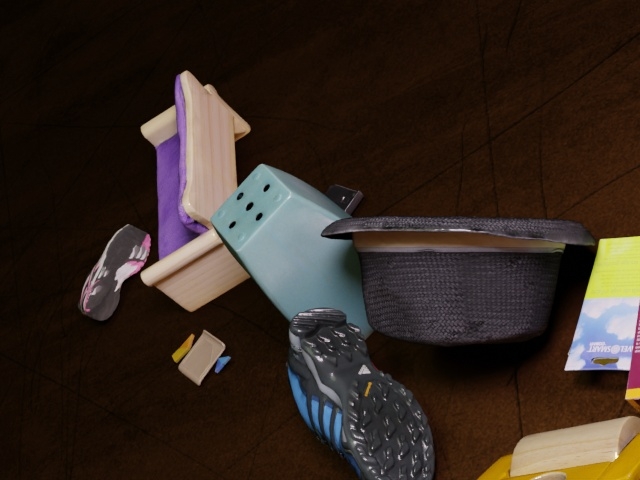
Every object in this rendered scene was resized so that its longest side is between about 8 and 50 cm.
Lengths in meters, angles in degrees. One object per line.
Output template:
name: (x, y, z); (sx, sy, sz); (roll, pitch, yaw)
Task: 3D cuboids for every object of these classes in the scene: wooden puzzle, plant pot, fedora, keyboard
wooden puzzle: (-0.176, 0.175, 2.074); (0.079, 0.014, 0.116); (-53, 37, 1)
plant pot: (-0.025, 0.018, 1.876); (0.166, 0.234, 0.165); (-48, 37, 2)
fedora: (0.162, 0.050, 1.683); (0.334, 0.334, 0.153); (-1, 87, 45)
keyboard: (0.000, 0.000, 2.045); (0.180, 0.023, 0.108); (-56, 31, -8)

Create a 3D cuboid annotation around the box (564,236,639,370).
box: (0.354, 0.079, 1.601); (0.109, 0.042, 0.178); (-6, 54, 43)

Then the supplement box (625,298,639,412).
supplement box: (0.394, 0.106, 1.485); (0.080, 0.104, 0.188); (-11, 51, 39)

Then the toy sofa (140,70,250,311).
toy sofa: (-0.212, -0.085, 2.204); (0.150, 0.177, 0.363); (-30, 41, 22)

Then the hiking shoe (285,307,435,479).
hiking shoe: (0.049, 0.225, 1.748); (0.132, 0.113, 0.304); (103, 147, -44)

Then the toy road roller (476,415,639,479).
toy road roller: (0.253, 0.344, 1.384); (0.202, 0.241, 0.329); (-17, 10, 36)

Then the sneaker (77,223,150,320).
sneaker: (-0.355, 0.050, 2.320); (0.077, 0.072, 0.178); (-5, 48, 56)
